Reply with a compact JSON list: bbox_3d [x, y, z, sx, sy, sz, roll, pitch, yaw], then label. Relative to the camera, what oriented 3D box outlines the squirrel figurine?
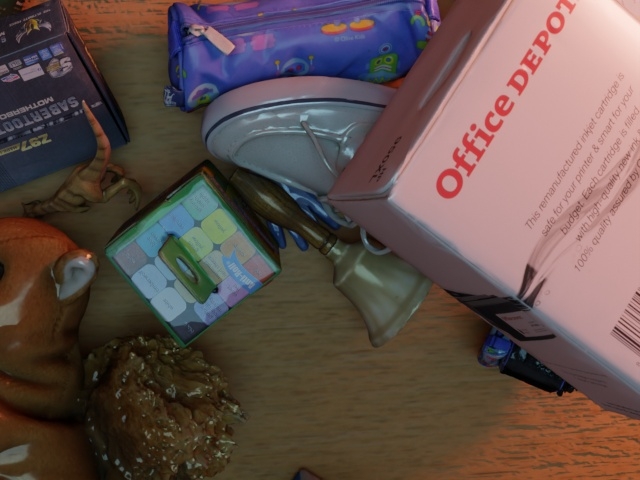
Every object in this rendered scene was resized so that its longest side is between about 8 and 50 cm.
[{"bbox_3d":[-0.290,0.171,1.229,0.397,0.281,0.370,14,89,-21],"label":"squirrel figurine"}]

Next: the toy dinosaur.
[{"bbox_3d":[-0.245,-0.064,1.215,0.211,0.112,0.064,-39,65,40],"label":"toy dinosaur"}]

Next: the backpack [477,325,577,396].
[{"bbox_3d":[0.260,0.077,1.279,0.117,0.158,0.173,22,84,9],"label":"backpack"}]

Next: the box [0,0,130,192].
[{"bbox_3d":[-0.338,-0.133,1.185,0.233,0.183,0.059,-20,56,-1],"label":"box"}]

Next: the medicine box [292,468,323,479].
[{"bbox_3d":[-0.025,0.440,1.250,0.149,0.289,0.263,34,96,-10],"label":"medicine box"}]

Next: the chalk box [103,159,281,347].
[{"bbox_3d":[-0.129,0.011,1.179,0.132,0.213,0.132,-38,100,2],"label":"chalk box"}]

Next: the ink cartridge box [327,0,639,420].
[{"bbox_3d":[0.250,-0.044,1.103,0.395,0.166,0.285,36,79,-17],"label":"ink cartridge box"}]

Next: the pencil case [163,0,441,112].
[{"bbox_3d":[-0.020,-0.213,1.212,0.306,0.133,0.119,-8,79,-4],"label":"pencil case"}]

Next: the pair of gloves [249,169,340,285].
[{"bbox_3d":[-0.082,-0.028,1.296,0.198,0.023,0.159,-37,100,3],"label":"pair of gloves"}]

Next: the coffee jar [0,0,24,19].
[{"bbox_3d":[-0.354,-0.263,1.202,0.096,0.079,0.184,23,99,-5],"label":"coffee jar"}]

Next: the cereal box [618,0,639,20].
[{"bbox_3d":[0.290,-0.256,1.269,0.240,0.047,0.173,-16,103,-2],"label":"cereal box"}]

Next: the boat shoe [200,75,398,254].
[{"bbox_3d":[0.057,-0.065,1.204,0.367,0.136,0.156,6,59,-18],"label":"boat shoe"}]

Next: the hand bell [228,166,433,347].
[{"bbox_3d":[0.000,0.000,1.258,0.242,0.126,0.126,35,96,-8],"label":"hand bell"}]
